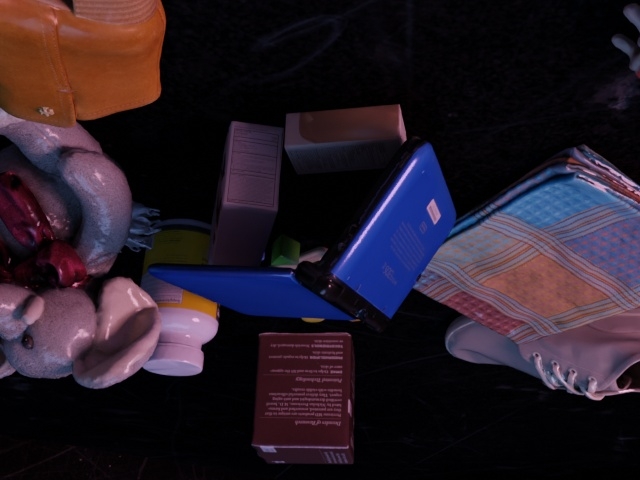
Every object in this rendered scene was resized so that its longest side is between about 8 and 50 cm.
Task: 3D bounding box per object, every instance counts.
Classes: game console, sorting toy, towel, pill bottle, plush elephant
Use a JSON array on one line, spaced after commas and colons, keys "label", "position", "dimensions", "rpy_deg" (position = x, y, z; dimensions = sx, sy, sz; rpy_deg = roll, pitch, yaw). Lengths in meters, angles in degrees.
[{"label": "game console", "position": [0.000, 0.000, 0.892], "dimensions": [0.173, 0.250, 0.293], "rpy_deg": [34, 177, 19]}, {"label": "sorting toy", "position": [-0.006, 0.077, 1.212], "dimensions": [0.196, 0.047, 0.348], "rpy_deg": [-17, 150, 36]}, {"label": "towel", "position": [0.282, 0.033, 1.032], "dimensions": [0.271, 0.040, 0.370], "rpy_deg": [28, 148, -18]}, {"label": "pill bottle", "position": [-0.178, 0.073, 1.050], "dimensions": [0.103, 0.184, 0.103], "rpy_deg": [2, 156, 1]}, {"label": "plush elephant", "position": [-0.305, 0.028, 0.875], "dimensions": [0.272, 0.255, 0.330], "rpy_deg": [-13, 152, 29]}]

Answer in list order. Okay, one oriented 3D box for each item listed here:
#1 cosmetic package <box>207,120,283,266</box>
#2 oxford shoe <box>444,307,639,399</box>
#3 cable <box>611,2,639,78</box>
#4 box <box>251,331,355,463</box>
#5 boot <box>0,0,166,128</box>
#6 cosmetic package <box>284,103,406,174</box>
[{"label": "cosmetic package", "position": [-0.089, -0.028, 0.928], "dimensions": [0.061, 0.098, 0.239], "rpy_deg": [9, 154, -8]}, {"label": "oxford shoe", "position": [0.381, 0.169, 1.240], "dimensions": [0.449, 0.130, 0.169], "rpy_deg": [-5, 150, 38]}, {"label": "cable", "position": [0.341, -0.079, 0.642], "dimensions": [0.072, 0.287, 0.139], "rpy_deg": [-38, 174, -8]}, {"label": "box", "position": [-0.024, 0.285, 1.485], "dimensions": [0.167, 0.203, 0.168], "rpy_deg": [-1, 156, 5]}, {"label": "boot", "position": [-0.267, -0.164, 0.627], "dimensions": [0.295, 0.104, 0.211], "rpy_deg": [1, 153, -11]}, {"label": "cosmetic package", "position": [0.026, -0.100, 0.826], "dimensions": [0.115, 0.041, 0.060], "rpy_deg": [-3, 155, 10]}]
